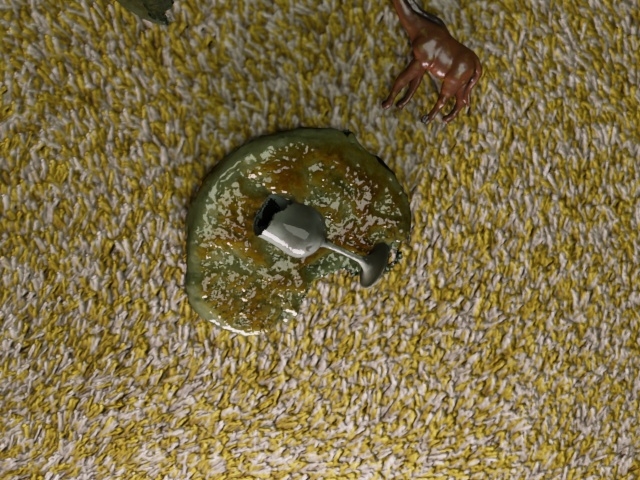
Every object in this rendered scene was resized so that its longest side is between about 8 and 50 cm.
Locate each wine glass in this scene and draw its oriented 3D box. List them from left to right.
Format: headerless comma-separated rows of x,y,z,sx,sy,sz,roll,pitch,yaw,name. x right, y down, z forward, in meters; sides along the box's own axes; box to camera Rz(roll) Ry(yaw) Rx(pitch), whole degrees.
0.000,0.000,1.990,0.196,0.079,0.079,25,100,-23,wine glass

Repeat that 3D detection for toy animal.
0.140,-0.301,2.020,0.224,0.066,0.229,19,112,0,toy animal

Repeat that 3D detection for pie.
-0.048,-0.018,2.053,0.371,0.078,0.296,-28,113,-6,pie

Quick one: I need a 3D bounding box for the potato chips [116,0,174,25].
-0.264,-0.389,1.878,0.142,0.026,0.209,-8,121,16,potato chips
